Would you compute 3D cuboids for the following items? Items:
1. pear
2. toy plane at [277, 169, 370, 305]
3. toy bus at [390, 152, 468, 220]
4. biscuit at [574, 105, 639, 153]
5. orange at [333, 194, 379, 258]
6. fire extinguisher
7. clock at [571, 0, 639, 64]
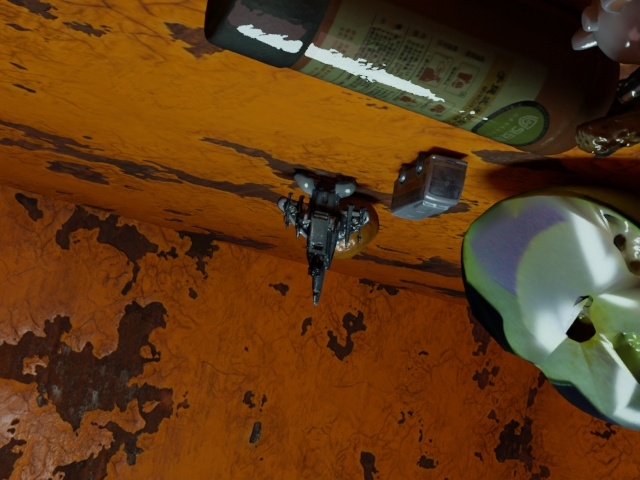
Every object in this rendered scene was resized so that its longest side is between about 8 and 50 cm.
[{"bbox_3d":[0.409,0.062,1.131,0.398,0.165,0.399,33,144,27],"label":"pear"},{"bbox_3d":[-0.002,0.002,1.424,0.169,0.247,0.078,10,-167,13],"label":"toy plane"},{"bbox_3d":[0.151,-0.075,1.171,0.064,0.075,0.190,13,173,-9],"label":"toy bus"},{"bbox_3d":[0.278,-0.099,0.499,0.236,0.026,0.131,-18,-175,15],"label":"biscuit"},{"bbox_3d":[0.042,-0.028,1.518,0.117,0.135,0.135,45,172,2],"label":"orange"},{"bbox_3d":[0.120,-0.142,0.571,0.375,0.113,0.200,15,171,-23],"label":"fire extinguisher"},{"bbox_3d":[0.214,-0.143,0.438,0.117,0.080,0.176,-9,173,-3],"label":"clock"}]
